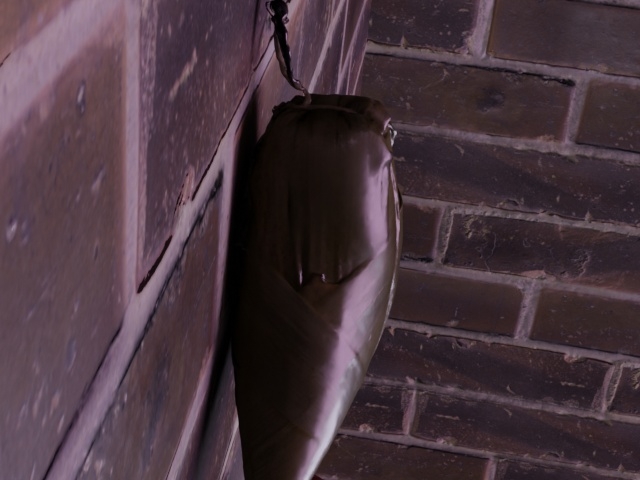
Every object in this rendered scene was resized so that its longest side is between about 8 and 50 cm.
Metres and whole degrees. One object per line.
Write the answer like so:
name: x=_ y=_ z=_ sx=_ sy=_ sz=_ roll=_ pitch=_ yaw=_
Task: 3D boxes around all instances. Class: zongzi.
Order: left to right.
zongzi: x=-0.014 y=0.029 z=1.147 sx=0.447 sy=0.181 sz=0.418 roll=92 pitch=8 yaw=-45

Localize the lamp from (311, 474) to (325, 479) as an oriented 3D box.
lamp: x=-0.042 y=0.488 z=1.935 sx=0.182 sy=0.140 sz=0.182 roll=-26 pitch=-128 yaw=39
